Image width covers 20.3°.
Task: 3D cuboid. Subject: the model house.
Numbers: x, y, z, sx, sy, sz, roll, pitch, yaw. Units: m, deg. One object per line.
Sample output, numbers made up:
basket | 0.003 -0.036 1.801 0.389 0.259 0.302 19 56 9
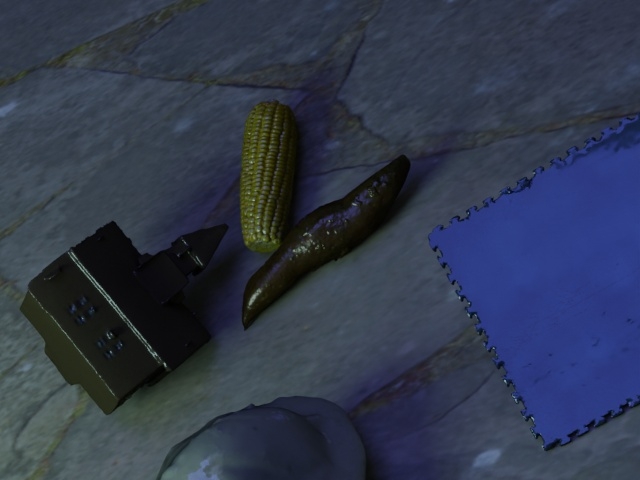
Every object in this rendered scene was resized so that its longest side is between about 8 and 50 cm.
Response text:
model house | -0.203 0.061 2.081 0.248 0.176 0.181 -39 90 -21

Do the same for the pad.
pad | 0.279 0.041 1.823 0.270 0.012 0.269 -29 75 11

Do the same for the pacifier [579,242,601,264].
pacifier | 0.289 0.023 1.864 0.068 0.064 0.083 -51 47 15

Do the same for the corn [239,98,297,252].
corn | -0.062 -0.079 2.131 0.067 0.067 0.206 -12 58 24

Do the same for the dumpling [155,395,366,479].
dumpling | -0.058 0.293 1.810 0.243 0.187 0.318 24 72 42

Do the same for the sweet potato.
sweet potato | 0.000 0.000 2.050 0.274 0.067 0.067 -42 49 9
